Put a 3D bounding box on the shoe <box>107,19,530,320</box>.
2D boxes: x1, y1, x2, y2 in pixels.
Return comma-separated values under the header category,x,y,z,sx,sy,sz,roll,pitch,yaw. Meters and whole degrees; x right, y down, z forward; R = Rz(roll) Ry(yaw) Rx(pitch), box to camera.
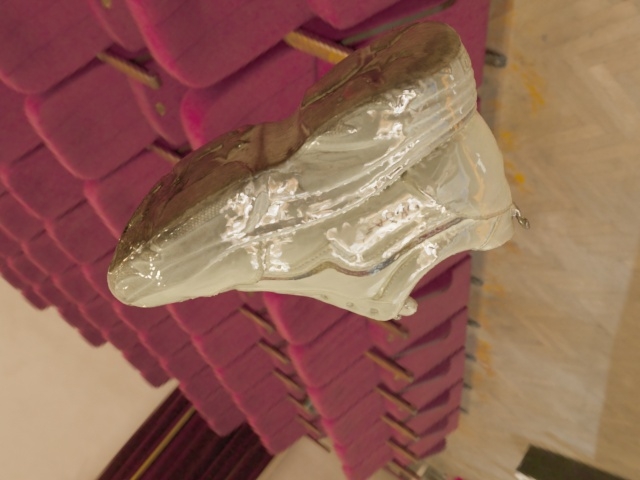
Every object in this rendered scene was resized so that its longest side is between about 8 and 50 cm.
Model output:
category,x,y,z,sx,sy,sz,roll,pitch,yaw
shoe,0.000,0.000,0.624,0.210,0.342,0.132,53,-162,-26
